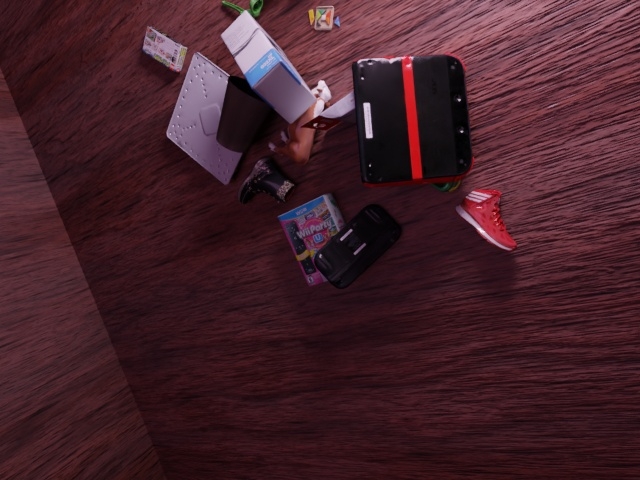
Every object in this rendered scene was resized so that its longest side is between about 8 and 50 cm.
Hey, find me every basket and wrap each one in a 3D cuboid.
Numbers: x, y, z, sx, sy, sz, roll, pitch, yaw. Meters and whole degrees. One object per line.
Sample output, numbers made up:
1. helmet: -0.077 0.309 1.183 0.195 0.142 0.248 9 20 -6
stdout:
1. basket: -0.291 -0.455 1.516 0.204 0.154 0.226 41 122 20

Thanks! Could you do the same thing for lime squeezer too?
1. lime squeezer: -0.251 -0.859 1.468 0.311 0.059 0.109 8 116 52

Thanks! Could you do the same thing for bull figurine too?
1. bull figurine: -0.074 -0.435 1.488 0.189 0.101 0.310 25 108 28

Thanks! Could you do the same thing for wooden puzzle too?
1. wooden puzzle: 0.011 -0.763 1.402 0.117 0.014 0.078 6 106 26

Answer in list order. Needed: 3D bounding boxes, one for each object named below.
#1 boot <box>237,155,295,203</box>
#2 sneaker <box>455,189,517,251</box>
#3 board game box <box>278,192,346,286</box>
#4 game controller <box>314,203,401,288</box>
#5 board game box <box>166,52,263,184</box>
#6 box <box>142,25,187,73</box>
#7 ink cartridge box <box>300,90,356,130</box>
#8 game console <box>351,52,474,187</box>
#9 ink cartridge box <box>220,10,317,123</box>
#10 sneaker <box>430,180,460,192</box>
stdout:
1. boot: -0.220 -0.197 1.639 0.179 0.085 0.236 43 118 9
2. sneaker: 0.541 -0.073 1.264 0.221 0.087 0.128 41 120 12
3. board game box: 0.000 0.000 1.568 0.224 0.097 0.303 -22 92 30
4. game controller: 0.130 0.020 1.453 0.319 0.067 0.166 -43 77 1
5. board game box: -0.437 -0.498 1.693 0.390 0.050 0.389 40 118 14
6. box: -0.666 -0.812 1.738 0.207 0.036 0.114 36 117 15
7. ink cartridge box: 0.078 -0.409 1.361 0.232 0.189 0.066 -29 84 31
8. game console: 0.276 -0.359 1.219 0.343 0.060 0.386 -5 88 -1
9. ink cartridge box: -0.172 -0.576 1.363 0.129 0.223 0.307 -39 60 16
10. sneaker: 0.329 -0.273 1.300 0.295 0.124 0.109 48 120 10
